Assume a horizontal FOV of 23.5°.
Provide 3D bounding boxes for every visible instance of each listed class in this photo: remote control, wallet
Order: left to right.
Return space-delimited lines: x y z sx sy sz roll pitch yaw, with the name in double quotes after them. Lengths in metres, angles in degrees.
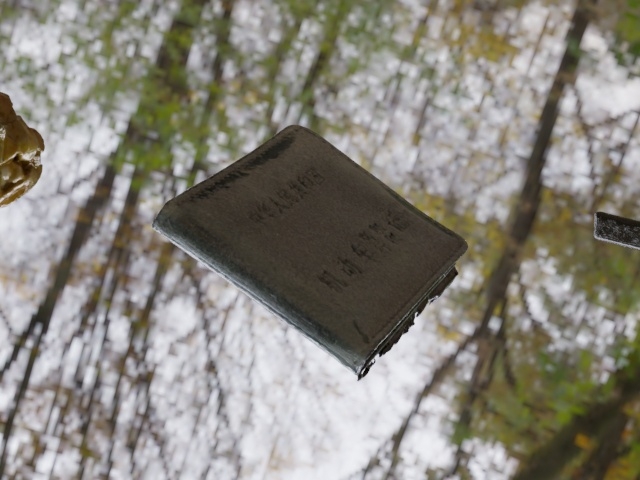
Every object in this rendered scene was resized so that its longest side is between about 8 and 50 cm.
0.001 -0.002 1.023 0.167 0.036 0.222 36 -154 8 "wallet"
0.315 0.017 1.097 0.245 0.025 0.063 15 -172 18 "remote control"

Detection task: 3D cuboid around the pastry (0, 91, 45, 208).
-0.342 -0.078 1.259 0.250 0.102 0.154 19 -140 34 "pastry"
